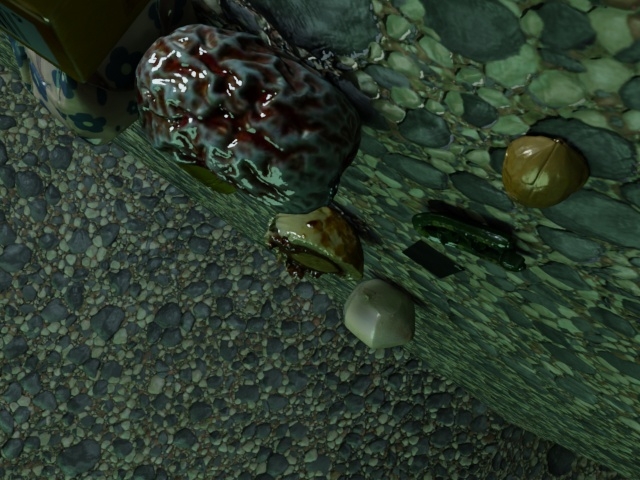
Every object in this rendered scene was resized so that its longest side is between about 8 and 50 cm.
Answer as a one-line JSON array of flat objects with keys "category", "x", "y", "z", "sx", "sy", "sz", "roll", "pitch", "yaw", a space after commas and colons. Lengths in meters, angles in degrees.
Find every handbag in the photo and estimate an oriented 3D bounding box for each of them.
[{"category": "handbag", "x": -0.303, "y": -0.292, "z": 0.783, "sx": 0.190, "sy": 0.251, "sz": 0.193, "roll": 42, "pitch": 161, "yaw": 5}]

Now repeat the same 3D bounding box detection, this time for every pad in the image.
[{"category": "pad", "x": 0.250, "y": 0.046, "z": 1.249, "sx": 0.116, "sy": 0.004, "sz": 0.193, "roll": 35, "pitch": 171, "yaw": 2}]

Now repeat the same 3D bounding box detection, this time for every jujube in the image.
[{"category": "jujube", "x": -0.095, "y": -0.165, "z": 0.767, "sx": 0.317, "sy": 0.226, "sz": 0.226, "roll": 32, "pitch": 170, "yaw": 6}]

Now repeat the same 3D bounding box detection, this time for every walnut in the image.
[{"category": "walnut", "x": 0.240, "y": -0.066, "z": 0.612, "sx": 0.091, "sy": 0.052, "sz": 0.121, "roll": 29, "pitch": 171, "yaw": 14}]

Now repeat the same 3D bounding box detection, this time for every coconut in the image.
[{"category": "coconut", "x": 0.201, "y": 0.240, "z": 1.763, "sx": 0.234, "sy": 0.224, "sz": 0.224, "roll": 28, "pitch": 168, "yaw": 41}]

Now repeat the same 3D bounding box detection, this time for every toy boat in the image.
[{"category": "toy boat", "x": 0.239, "y": -0.004, "z": 0.904, "sx": 0.210, "sy": 0.052, "sz": 0.104, "roll": 25, "pitch": 168, "yaw": 42}]

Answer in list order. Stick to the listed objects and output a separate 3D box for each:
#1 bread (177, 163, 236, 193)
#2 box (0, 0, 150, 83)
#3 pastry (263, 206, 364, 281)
[{"category": "bread", "x": -0.347, "y": -0.241, "z": 1.523, "sx": 0.166, "sy": 0.112, "sz": 0.383, "roll": 30, "pitch": 169, "yaw": 25}, {"category": "box", "x": -0.268, "y": -0.343, "z": 0.368, "sx": 0.415, "sy": 0.264, "sz": 0.116, "roll": 34, "pitch": 171, "yaw": -7}, {"category": "pastry", "x": 0.003, "y": -0.003, "z": 1.394, "sx": 0.237, "sy": 0.170, "sz": 0.256, "roll": 7, "pitch": 153, "yaw": 25}]
